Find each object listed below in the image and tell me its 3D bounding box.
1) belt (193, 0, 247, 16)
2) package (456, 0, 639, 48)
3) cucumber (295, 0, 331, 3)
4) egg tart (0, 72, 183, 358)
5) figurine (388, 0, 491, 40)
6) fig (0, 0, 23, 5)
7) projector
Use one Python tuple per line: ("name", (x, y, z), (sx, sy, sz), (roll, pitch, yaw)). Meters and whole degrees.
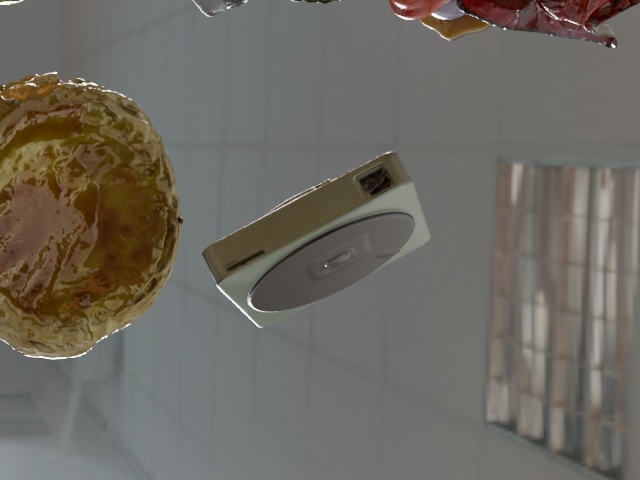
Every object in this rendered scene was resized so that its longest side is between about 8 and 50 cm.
("belt", (-0.188, -0.533, 2.226), (0.289, 0.164, 0.184), (66, 20, -2))
("package", (0.370, -0.394, 2.082), (0.071, 0.269, 0.194), (-92, -157, -58))
("cucumber", (0.007, -0.447, 1.790), (0.134, 0.134, 0.244), (-122, -151, -60))
("egg tart", (-0.360, -0.037, 1.769), (0.169, 0.387, 0.388), (0, -91, 44))
("figurine", (0.190, -0.458, 2.258), (0.257, 0.181, 0.208), (17, 94, -65))
("fig", (-0.561, -0.551, 2.270), (0.326, 0.258, 0.258), (-95, -164, -49))
("projector", (0.000, 0.000, 1.635), (0.079, 0.257, 0.259), (63, 1, 19))
